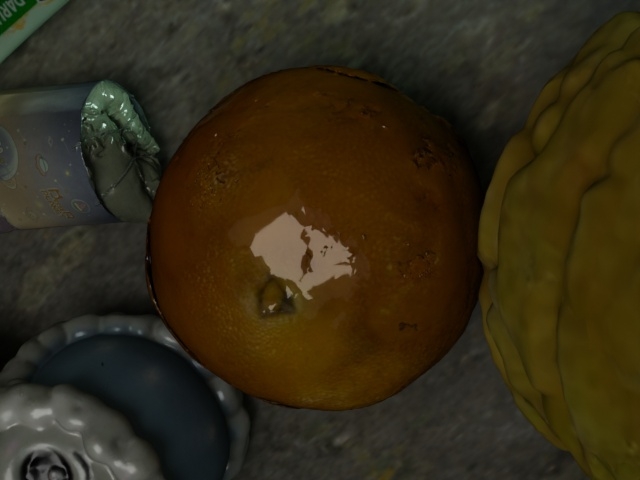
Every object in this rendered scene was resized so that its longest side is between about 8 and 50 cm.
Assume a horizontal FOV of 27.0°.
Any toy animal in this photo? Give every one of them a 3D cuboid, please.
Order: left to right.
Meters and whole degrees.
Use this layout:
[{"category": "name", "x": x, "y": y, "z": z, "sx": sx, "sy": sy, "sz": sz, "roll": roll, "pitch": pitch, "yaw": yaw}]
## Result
[{"category": "toy animal", "x": -0.157, "y": 0.171, "z": 1.051, "sx": 0.156, "sy": 0.204, "sz": 0.208, "roll": -11, "pitch": 112, "yaw": 27}]

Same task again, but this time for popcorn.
[{"category": "popcorn", "x": 0.273, "y": 0.008, "z": 0.747, "sx": 0.390, "sy": 0.354, "sz": 0.344, "roll": -4, "pitch": 107, "yaw": 19}]

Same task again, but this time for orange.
[{"category": "orange", "x": 0.000, "y": 0.000, "z": 0.924, "sx": 0.240, "sy": 0.240, "sz": 0.240, "roll": 7, "pitch": 110, "yaw": 18}]

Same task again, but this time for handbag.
[{"category": "handbag", "x": -0.205, "y": -0.067, "z": 1.051, "sx": 0.173, "sy": 0.095, "sz": 0.117, "roll": -2, "pitch": 123, "yaw": 27}]

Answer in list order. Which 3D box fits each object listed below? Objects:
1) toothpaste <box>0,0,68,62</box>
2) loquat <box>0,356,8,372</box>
[{"category": "toothpaste", "x": -0.269, "y": -0.170, "z": 1.061, "sx": 0.314, "sy": 0.056, "sz": 0.058, "roll": -32, "pitch": 55, "yaw": 30}, {"category": "loquat", "x": -0.328, "y": 0.193, "z": 1.126, "sx": 0.238, "sy": 0.193, "sz": 0.238, "roll": 9, "pitch": 111, "yaw": 25}]
